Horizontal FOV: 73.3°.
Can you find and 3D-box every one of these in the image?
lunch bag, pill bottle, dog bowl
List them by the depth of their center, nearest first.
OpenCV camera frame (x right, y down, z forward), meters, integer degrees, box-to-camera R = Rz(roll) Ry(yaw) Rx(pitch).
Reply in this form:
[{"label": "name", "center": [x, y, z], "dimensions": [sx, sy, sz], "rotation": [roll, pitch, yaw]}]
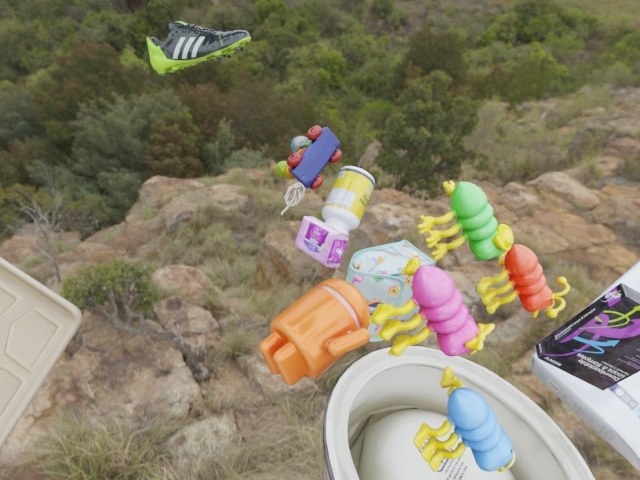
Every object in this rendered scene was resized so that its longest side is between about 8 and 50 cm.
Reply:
[{"label": "dog bowl", "center": [0.184, 0.355, 0.634], "dimensions": [0.407, 0.151, 0.408], "rotation": [12, 30, -7]}, {"label": "pill bottle", "center": [0.064, -0.091, 1.107], "dimensions": [0.103, 0.103, 0.184], "rotation": [21, 74, 7]}, {"label": "lunch bag", "center": [0.158, 0.138, 1.147], "dimensions": [0.262, 0.224, 0.160], "rotation": [-13, 38, -38]}]

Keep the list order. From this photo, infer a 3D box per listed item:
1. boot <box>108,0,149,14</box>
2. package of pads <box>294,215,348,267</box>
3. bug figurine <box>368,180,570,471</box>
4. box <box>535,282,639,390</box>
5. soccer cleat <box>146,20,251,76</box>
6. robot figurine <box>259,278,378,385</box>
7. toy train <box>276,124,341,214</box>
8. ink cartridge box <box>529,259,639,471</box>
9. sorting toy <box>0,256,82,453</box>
[{"label": "boot", "center": [-0.131, -0.521, 0.674], "dimensions": [0.444, 0.367, 0.146], "rotation": [-8, 72, -15]}, {"label": "package of pads", "center": [0.000, 0.000, 0.614], "dimensions": [0.031, 0.050, 0.083], "rotation": [8, 15, -41]}, {"label": "bug figurine", "center": [0.158, 0.067, 0.416], "dimensions": [0.216, 0.072, 0.279], "rotation": [53, 52, -21]}, {"label": "box", "center": [0.400, 0.139, 0.590], "dimensions": [0.115, 0.162, 0.029], "rotation": [26, 43, -2]}, {"label": "soccer cleat", "center": [-0.201, -0.321, 0.694], "dimensions": [0.178, 0.073, 0.060], "rotation": [-10, 21, 14]}, {"label": "robot figurine", "center": [0.001, 0.154, 0.759], "dimensions": [0.219, 0.158, 0.128], "rotation": [-36, 84, -28]}, {"label": "toy train", "center": [-0.068, -0.174, 1.094], "dimensions": [0.143, 0.105, 0.248], "rotation": [15, 66, 54]}, {"label": "ink cartridge box", "center": [0.602, 0.240, 0.686], "dimensions": [0.308, 0.091, 0.385], "rotation": [-37, 50, -7]}, {"label": "sorting toy", "center": [-0.519, 0.141, 0.653], "dimensions": [0.306, 0.041, 0.229], "rotation": [25, 82, 19]}]
